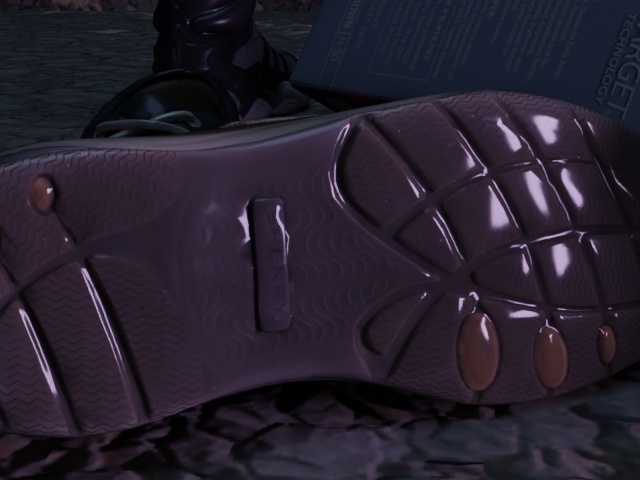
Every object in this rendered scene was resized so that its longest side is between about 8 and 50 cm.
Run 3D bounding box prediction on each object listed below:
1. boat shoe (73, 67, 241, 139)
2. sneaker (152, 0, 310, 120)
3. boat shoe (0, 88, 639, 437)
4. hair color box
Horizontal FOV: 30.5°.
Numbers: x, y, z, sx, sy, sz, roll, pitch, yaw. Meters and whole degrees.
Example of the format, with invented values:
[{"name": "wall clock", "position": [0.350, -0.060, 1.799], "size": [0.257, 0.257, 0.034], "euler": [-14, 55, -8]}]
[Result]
[{"name": "boat shoe", "position": [-0.095, -0.037, 0.649], "size": [0.114, 0.091, 0.302], "euler": [-2, 15, -5]}, {"name": "sneaker", "position": [-0.079, -0.196, 1.127], "size": [0.101, 0.153, 0.268], "euler": [6, 16, 20]}, {"name": "boat shoe", "position": [0.000, 0.000, 0.464], "size": [0.324, 0.123, 0.116], "euler": [0, 6, -22]}, {"name": "hair color box", "position": [0.178, -0.069, 0.590], "size": [0.185, 0.113, 0.374], "euler": [26, -6, -40]}]
